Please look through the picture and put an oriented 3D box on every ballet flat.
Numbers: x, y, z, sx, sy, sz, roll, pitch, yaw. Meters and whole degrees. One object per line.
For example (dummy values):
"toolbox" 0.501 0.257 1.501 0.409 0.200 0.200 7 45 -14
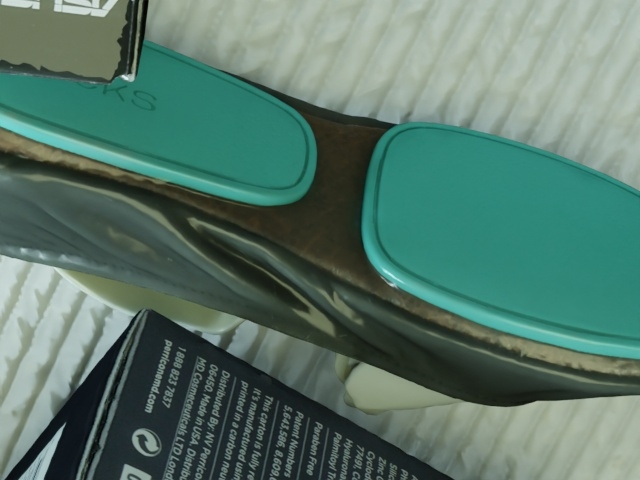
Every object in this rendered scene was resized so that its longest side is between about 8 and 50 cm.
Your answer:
"ballet flat" 0.000 0.000 0.490 0.280 0.095 0.096 20 137 -2

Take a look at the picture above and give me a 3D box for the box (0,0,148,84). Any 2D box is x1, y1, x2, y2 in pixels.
"box" -0.141 -0.087 0.393 0.191 0.184 0.045 6 104 -10

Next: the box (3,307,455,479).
"box" -0.019 0.146 0.494 0.207 0.108 0.153 30 127 -14
